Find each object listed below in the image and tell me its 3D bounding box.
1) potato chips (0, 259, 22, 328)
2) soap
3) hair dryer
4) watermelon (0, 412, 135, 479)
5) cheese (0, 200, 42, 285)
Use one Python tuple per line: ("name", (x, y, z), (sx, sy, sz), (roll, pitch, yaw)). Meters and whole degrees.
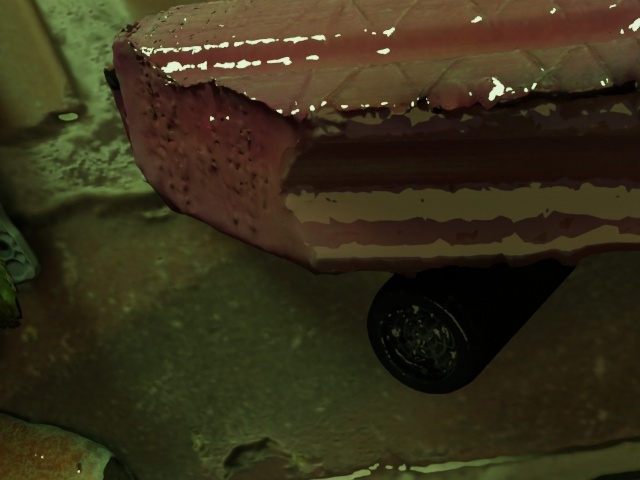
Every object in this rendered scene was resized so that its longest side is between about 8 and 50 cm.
("potato chips", (-0.249, 0.049, 1.224), (0.209, 0.026, 0.142), (-5, 130, 36))
("soap", (0.036, -0.072, 0.953), (0.289, 0.182, 0.112), (-2, 122, 16))
("hair dryer", (0.000, 0.000, 1.058), (0.255, 0.128, 0.070), (16, 127, 24))
("watermelon", (-0.201, 0.220, 1.235), (0.213, 0.261, 0.201), (14, 97, 16))
("cheese", (-0.222, -0.054, 1.152), (0.097, 0.037, 0.192), (-18, 114, 32))
